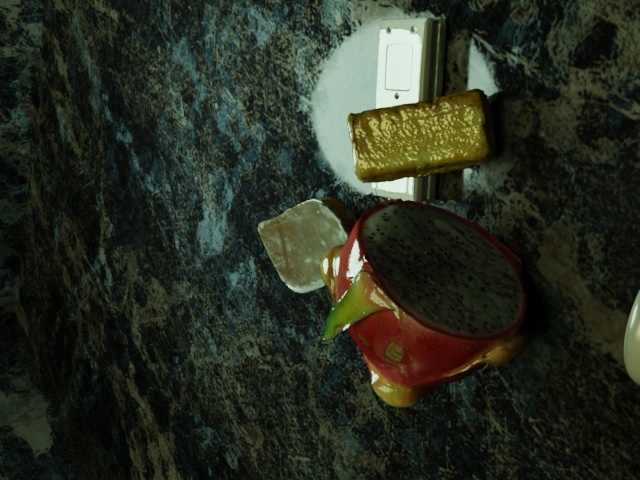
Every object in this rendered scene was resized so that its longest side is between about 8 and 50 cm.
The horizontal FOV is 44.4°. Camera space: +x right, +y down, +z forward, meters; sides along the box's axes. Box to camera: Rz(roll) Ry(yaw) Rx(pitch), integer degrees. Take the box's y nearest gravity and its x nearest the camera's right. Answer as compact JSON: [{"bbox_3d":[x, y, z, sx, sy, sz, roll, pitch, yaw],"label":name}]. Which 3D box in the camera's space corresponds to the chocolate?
[{"bbox_3d":[0.002,0.001,1.419,0.254,0.080,0.157,-20,96,54],"label":"chocolate"}]

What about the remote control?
[{"bbox_3d":[0.137,-0.201,1.219,0.103,0.055,0.277,18,110,50],"label":"remote control"}]

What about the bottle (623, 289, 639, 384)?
[{"bbox_3d":[0.453,0.116,0.804,0.236,0.147,0.147,18,112,41],"label":"bottle"}]

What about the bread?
[{"bbox_3d":[0.143,-0.147,1.130,0.211,0.083,0.114,-7,95,16],"label":"bread"}]

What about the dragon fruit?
[{"bbox_3d":[0.137,0.085,1.104,0.291,0.290,0.189,58,139,28],"label":"dragon fruit"}]
